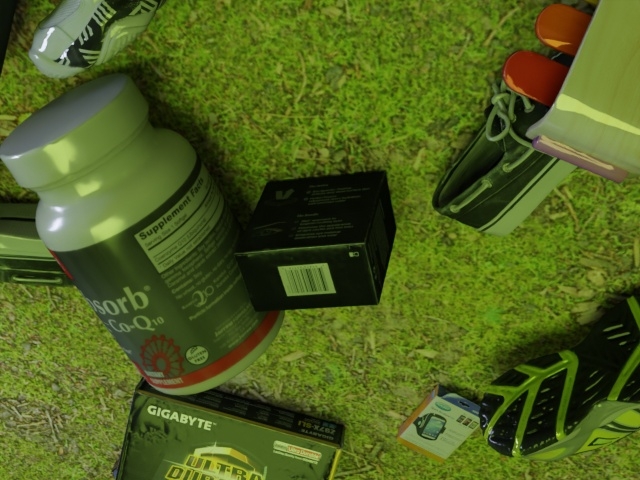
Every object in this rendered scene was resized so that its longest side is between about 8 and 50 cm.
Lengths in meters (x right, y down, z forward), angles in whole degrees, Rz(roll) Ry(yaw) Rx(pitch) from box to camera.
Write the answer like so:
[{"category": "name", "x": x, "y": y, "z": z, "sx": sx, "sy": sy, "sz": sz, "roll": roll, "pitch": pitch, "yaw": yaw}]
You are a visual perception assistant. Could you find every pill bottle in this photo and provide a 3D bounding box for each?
[{"category": "pill bottle", "x": -0.210, "y": -0.005, "z": 1.133, "sx": 0.210, "sy": 0.210, "sz": 0.363, "roll": -16, "pitch": 121, "yaw": 24}]

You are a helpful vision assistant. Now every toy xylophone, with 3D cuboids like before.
[{"category": "toy xylophone", "x": 0.328, "y": -0.196, "z": 0.844, "sx": 0.236, "sy": 0.081, "sz": 0.322, "roll": 30, "pitch": 98, "yaw": -3}]

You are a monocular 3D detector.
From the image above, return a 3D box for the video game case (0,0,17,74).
[{"category": "video game case", "x": -0.424, "y": -0.318, "z": 0.986, "sx": 0.248, "sy": 0.035, "sz": 0.275, "roll": 40, "pitch": 138, "yaw": 3}]

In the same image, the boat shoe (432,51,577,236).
[{"category": "boat shoe", "x": 0.220, "y": -0.127, "z": 0.996, "sx": 0.105, "sy": 0.113, "sz": 0.306, "roll": 17, "pitch": 140, "yaw": -17}]

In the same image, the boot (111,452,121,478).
[{"category": "boot", "x": -0.250, "y": 0.418, "z": 1.559, "sx": 0.219, "sy": 0.082, "sz": 0.106, "roll": 44, "pitch": 135, "yaw": -8}]

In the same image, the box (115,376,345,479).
[{"category": "box", "x": -0.148, "y": 0.368, "z": 1.434, "sx": 0.322, "sy": 0.079, "sz": 0.257, "roll": 16, "pitch": 109, "yaw": 2}]

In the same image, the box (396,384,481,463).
[{"category": "box", "x": 0.178, "y": 0.264, "z": 1.359, "sx": 0.081, "sy": 0.028, "sz": 0.136, "roll": 28, "pitch": 126, "yaw": -8}]

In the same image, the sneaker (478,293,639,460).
[{"category": "sneaker", "x": 0.393, "y": 0.172, "z": 1.191, "sx": 0.385, "sy": 0.145, "sz": 0.147, "roll": -27, "pitch": 147, "yaw": 27}]

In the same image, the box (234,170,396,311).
[{"category": "box", "x": 0.000, "y": 0.000, "z": 1.116, "sx": 0.156, "sy": 0.158, "sz": 0.093, "roll": -4, "pitch": 125, "yaw": 17}]

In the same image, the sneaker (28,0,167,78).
[{"category": "sneaker", "x": -0.206, "y": -0.331, "z": 0.936, "sx": 0.366, "sy": 0.137, "sz": 0.210, "roll": -30, "pitch": 114, "yaw": 25}]

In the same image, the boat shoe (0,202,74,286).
[{"category": "boat shoe", "x": -0.473, "y": 0.012, "z": 1.266, "sx": 0.335, "sy": 0.121, "sz": 0.119, "roll": 8, "pitch": 124, "yaw": 6}]
